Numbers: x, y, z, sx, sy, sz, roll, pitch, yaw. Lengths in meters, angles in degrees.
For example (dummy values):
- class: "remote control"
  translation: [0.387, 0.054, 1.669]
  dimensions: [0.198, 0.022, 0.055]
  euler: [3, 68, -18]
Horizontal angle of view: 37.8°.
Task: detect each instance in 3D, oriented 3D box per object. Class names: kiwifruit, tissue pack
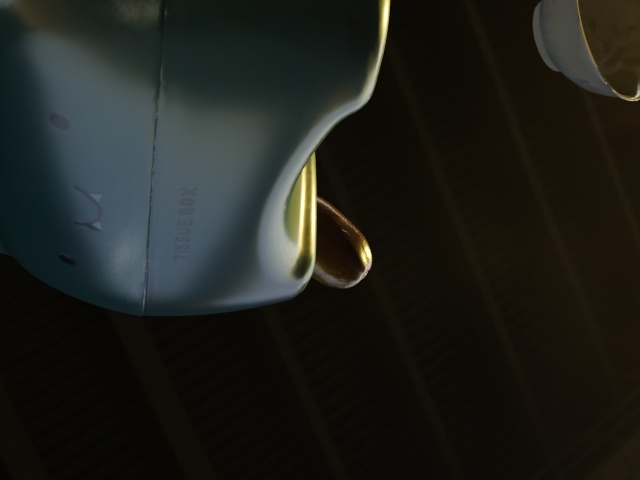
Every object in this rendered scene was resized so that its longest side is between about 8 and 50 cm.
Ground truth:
- class: "kiwifruit"
  translation: [0.000, 0.000, 1.020]
  dimensions: [0.124, 0.075, 0.075]
  euler: [41, -114, -9]
- class: "tissue pack"
  translation: [-0.090, -0.091, 0.519]
  dimensions: [0.206, 0.287, 0.198]
  euler: [5, -124, -11]

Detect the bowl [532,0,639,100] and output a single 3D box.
- class: "bowl"
  translation: [0.291, -0.238, 1.030]
  dimensions: [0.189, 0.086, 0.189]
  euler: [10, -104, -46]
